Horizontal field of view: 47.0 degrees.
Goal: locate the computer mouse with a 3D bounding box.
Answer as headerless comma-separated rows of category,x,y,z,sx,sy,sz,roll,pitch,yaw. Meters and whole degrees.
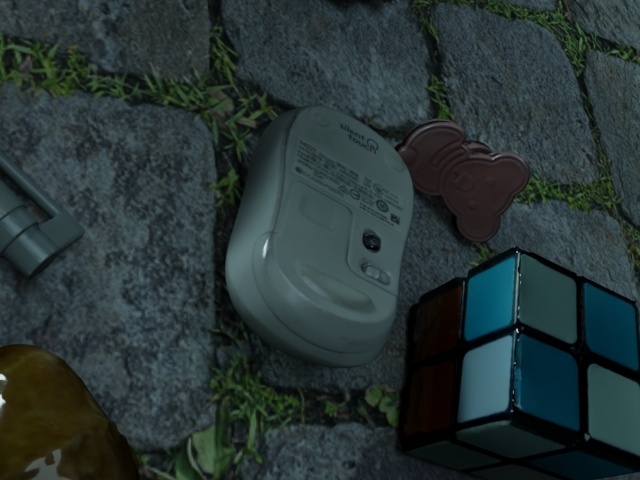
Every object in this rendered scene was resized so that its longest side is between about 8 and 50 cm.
computer mouse,0.000,0.000,0.732,0.184,0.121,0.297,23,44,-18

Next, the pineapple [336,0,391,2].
pineapple,0.084,-0.409,0.950,0.334,0.158,0.161,-33,87,-38

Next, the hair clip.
hair clip,0.165,-0.078,0.878,0.138,0.123,0.102,19,30,-28

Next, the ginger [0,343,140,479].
ginger,-0.195,0.221,0.479,0.165,0.172,0.321,39,40,-59

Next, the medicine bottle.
medicine bottle,-0.302,-0.064,0.619,0.221,0.061,0.092,46,34,-5

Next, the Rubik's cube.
Rubik's cube,0.200,0.138,0.747,0.167,0.180,0.183,22,56,-22
